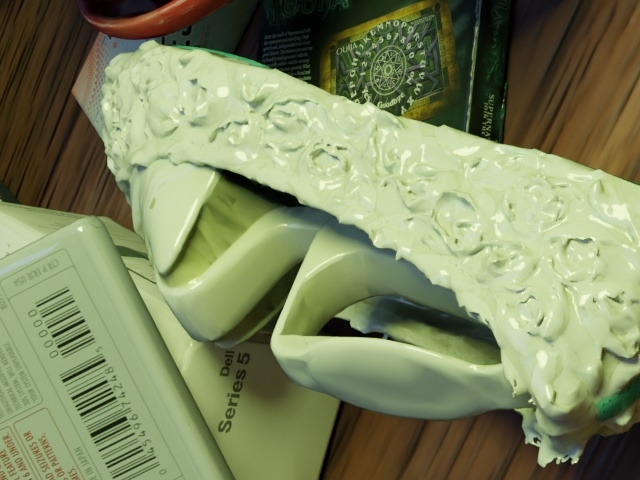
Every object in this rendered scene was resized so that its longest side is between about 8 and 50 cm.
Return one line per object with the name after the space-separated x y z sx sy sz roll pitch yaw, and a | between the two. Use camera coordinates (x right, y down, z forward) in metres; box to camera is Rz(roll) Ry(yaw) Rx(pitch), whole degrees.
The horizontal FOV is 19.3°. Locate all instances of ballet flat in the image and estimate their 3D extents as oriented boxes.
0.000 0.000 0.882 0.409 0.147 0.147 17 96 46 | ballet flat

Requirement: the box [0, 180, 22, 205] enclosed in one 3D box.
-0.426 -0.061 1.360 0.395 0.318 0.097 -18 29 50 | box

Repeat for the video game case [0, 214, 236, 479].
-0.167 0.198 0.937 0.300 0.036 0.329 -27 93 8 | video game case

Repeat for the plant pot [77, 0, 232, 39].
-0.098 -0.211 0.955 0.191 0.174 0.191 -30 35 24 | plant pot

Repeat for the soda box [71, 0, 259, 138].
-0.081 -0.142 1.126 0.063 0.058 0.183 53 123 43 | soda box

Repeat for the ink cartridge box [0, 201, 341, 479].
-0.123 0.107 1.079 0.273 0.114 0.198 25 102 51 | ink cartridge box

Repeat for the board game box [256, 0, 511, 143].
0.028 -0.089 1.003 0.186 0.026 0.126 0 82 52 | board game box
